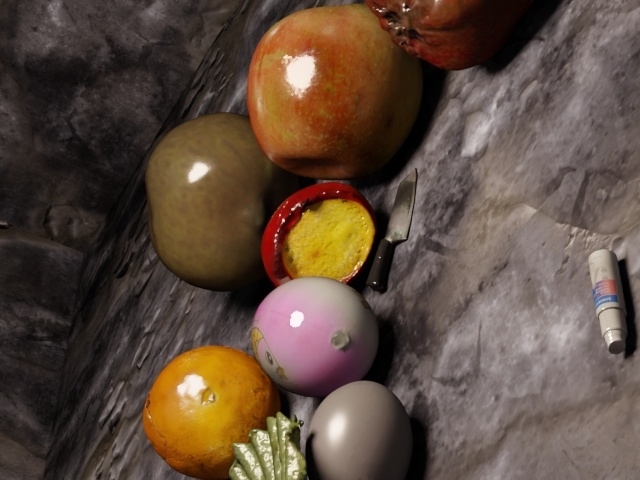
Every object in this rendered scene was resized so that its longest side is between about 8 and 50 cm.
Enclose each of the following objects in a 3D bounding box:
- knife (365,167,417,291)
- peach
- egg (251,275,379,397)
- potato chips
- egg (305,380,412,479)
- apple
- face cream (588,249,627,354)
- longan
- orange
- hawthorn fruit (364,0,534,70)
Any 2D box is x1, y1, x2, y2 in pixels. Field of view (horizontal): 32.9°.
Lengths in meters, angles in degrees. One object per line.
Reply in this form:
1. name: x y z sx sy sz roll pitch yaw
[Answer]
1. knife: 0.129 -0.022 1.801 0.060 0.028 0.230 -13 52 49
2. peach: 0.000 0.000 1.851 0.226 0.196 0.189 -40 66 52
3. egg: -0.012 0.153 1.721 0.271 0.196 0.196 131 160 -80
4. potato chips: -0.062 0.422 1.475 0.389 0.097 0.373 -116 25 -70
5. egg: 0.051 0.288 1.482 0.146 0.146 0.198 -29 41 57
6. apple: 0.022 -0.250 1.899 0.319 0.319 0.277 -20 70 61
7. face cream: 0.327 0.070 1.225 0.034 0.034 0.130 -46 30 41
8. longan: -0.198 -0.078 2.197 0.361 0.361 0.361 -49 27 36
9. orange: -0.186 0.303 1.902 0.240 0.240 0.240 -49 27 36
10. hawthorn fruit: 0.212 -0.437 1.681 0.324 0.308 0.308 -48 26 12
